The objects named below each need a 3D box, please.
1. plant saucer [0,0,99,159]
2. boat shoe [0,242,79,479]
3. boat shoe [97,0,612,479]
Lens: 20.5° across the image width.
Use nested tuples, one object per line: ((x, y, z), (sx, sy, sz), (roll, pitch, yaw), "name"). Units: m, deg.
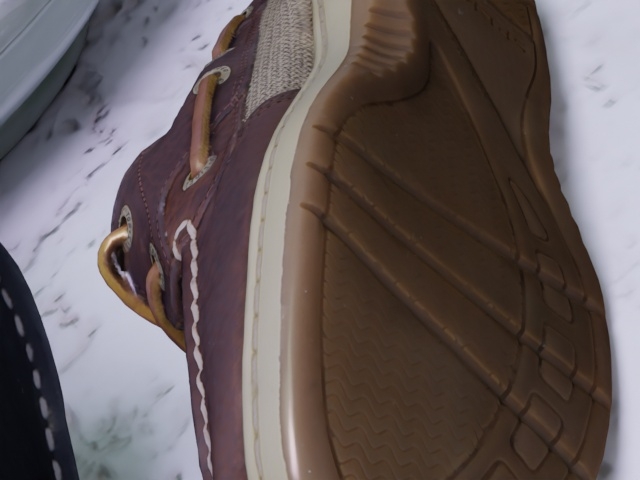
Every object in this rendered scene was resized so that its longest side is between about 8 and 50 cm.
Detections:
((-0.227, -0.096, 0.886), (0.400, 0.100, 0.400), (-25, 35, 19), "plant saucer")
((-0.056, 0.145, 0.355), (0.156, 0.187, 0.500), (-28, 38, 7), "boat shoe")
((0.000, 0.000, 0.545), (0.123, 0.123, 0.342), (-38, 30, 27), "boat shoe")
